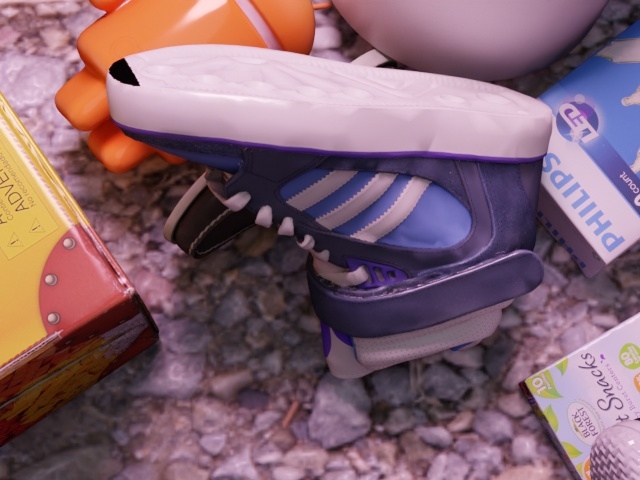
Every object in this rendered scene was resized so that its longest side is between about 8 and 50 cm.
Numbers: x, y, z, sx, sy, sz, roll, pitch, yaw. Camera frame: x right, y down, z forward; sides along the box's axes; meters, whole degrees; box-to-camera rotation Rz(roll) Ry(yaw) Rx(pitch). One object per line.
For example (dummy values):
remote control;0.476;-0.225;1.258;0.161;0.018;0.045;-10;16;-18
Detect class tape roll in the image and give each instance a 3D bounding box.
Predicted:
tape roll;0.125;-0.263;0.970;0.246;0.169;0.246;3;69;-7

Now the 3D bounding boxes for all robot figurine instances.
robot figurine;-0.094;-0.144;0.994;0.219;0.128;0.158;-40;79;-6

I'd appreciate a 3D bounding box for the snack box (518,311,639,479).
snack box;0.236;0.115;0.989;0.141;0.037;0.100;-29;80;-5

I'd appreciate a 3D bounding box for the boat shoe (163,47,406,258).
boat shoe;-0.015;-0.056;0.998;0.228;0.081;0.068;-39;78;-10

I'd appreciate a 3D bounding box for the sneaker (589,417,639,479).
sneaker;0.351;0.261;0.909;0.210;0.137;0.365;-24;88;-11

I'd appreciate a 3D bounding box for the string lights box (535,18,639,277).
string lights box;0.270;-0.103;1.011;0.260;0.077;0.133;-38;83;-7

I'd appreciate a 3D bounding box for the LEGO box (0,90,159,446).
LEGO box;-0.409;-0.041;0.934;0.372;0.193;0.500;-34;81;-8

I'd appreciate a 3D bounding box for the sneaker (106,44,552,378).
sneaker;0.000;0.000;0.917;0.323;0.130;0.236;3;114;-20
